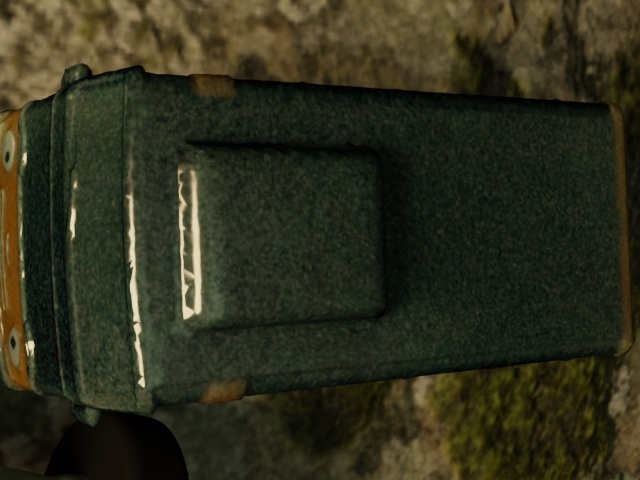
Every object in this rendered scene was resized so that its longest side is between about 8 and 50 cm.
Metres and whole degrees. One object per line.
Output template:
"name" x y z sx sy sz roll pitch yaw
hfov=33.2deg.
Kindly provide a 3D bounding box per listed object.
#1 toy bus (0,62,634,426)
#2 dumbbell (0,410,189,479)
"toy bus" 0.000 0.000 0.491 0.275 0.167 0.138 -1 89 -32
"dumbbell" -0.160 0.112 0.475 0.191 0.100 0.100 19 93 -37
